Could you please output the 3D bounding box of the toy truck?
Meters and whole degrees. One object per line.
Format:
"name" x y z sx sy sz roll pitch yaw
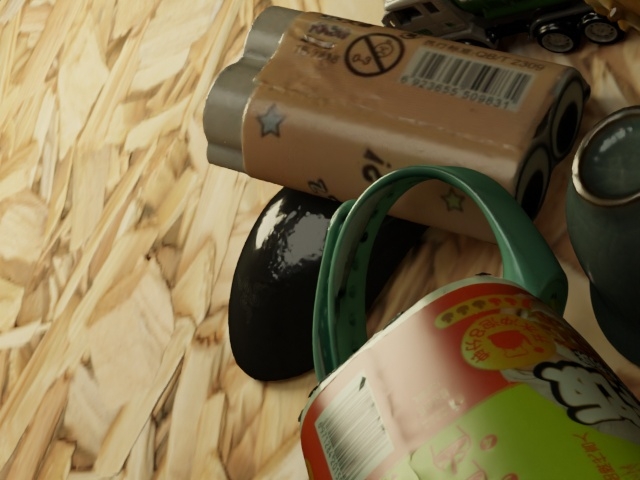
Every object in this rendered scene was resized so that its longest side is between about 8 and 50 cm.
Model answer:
"toy truck" 0.169 -0.227 1.254 0.242 0.125 0.101 -10 57 39

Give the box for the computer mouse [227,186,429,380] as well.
"computer mouse" 0.000 0.000 1.280 0.264 0.088 0.147 -51 44 -3

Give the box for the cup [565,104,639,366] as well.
"cup" 0.245 -0.023 1.021 0.199 0.150 0.199 -23 49 28

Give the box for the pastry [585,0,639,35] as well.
"pastry" 0.328 -0.293 1.031 0.409 0.245 0.410 -3 58 5

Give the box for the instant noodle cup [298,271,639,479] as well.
"instant noodle cup" 0.132 0.197 0.903 0.294 0.294 0.308 -41 36 12

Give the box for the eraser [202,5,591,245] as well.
"eraser" 0.059 -0.108 1.225 0.290 0.087 0.171 16 60 27

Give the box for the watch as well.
"watch" 0.081 0.062 1.112 0.195 0.068 0.237 22 105 31
